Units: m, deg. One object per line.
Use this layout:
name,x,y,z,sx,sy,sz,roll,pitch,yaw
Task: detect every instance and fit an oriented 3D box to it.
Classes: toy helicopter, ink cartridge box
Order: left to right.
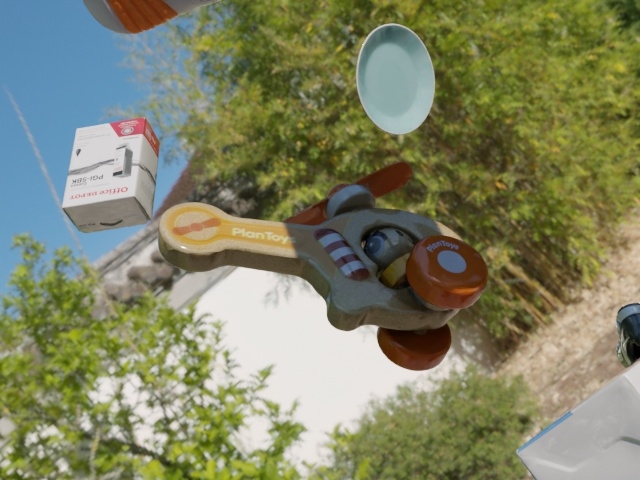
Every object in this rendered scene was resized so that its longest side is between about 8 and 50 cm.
ink cartridge box,-0.266,-0.085,0.998,0.099,0.135,0.056,-9,-36,7
toy helicopter,0.000,0.000,0.871,0.235,0.355,0.140,-93,15,-45
ink cartridge box,0.228,0.114,0.536,0.180,0.060,0.104,-15,-29,-45

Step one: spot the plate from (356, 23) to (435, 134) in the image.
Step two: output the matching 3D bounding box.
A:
plate,0.125,-0.274,1.334,0.188,0.188,0.024,-39,25,-32

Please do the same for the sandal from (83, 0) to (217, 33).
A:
sandal,-0.184,-0.327,0.969,0.265,0.101,0.076,-2,34,27

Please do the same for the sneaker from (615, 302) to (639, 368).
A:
sneaker,0.671,0.239,1.634,0.078,0.234,0.106,-17,43,11
